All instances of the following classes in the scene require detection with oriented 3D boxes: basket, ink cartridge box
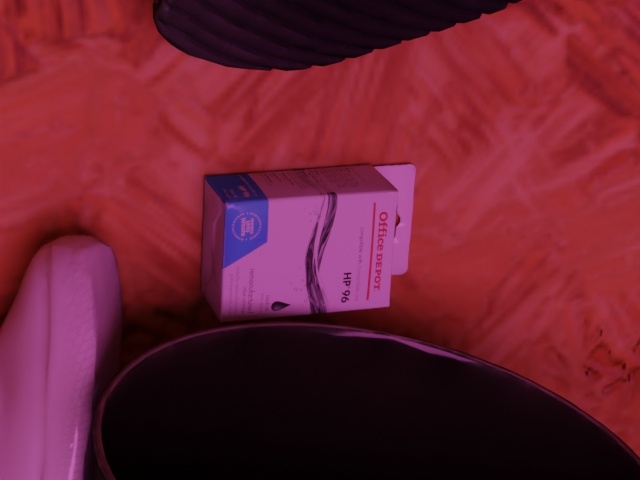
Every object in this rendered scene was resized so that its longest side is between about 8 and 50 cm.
[{"bbox_3d":[-0.009,0.165,0.672,0.204,0.154,0.227,9,123,-19],"label":"basket"},{"bbox_3d":[0.000,0.000,0.686,0.083,0.028,0.048,-5,115,-19],"label":"ink cartridge box"}]

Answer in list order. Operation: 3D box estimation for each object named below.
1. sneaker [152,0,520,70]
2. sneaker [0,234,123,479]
[{"bbox_3d":[0.064,-0.186,0.591,0.330,0.146,0.122,-37,150,23],"label":"sneaker"},{"bbox_3d":[-0.127,0.096,0.662,0.094,0.080,0.212,13,103,2],"label":"sneaker"}]
